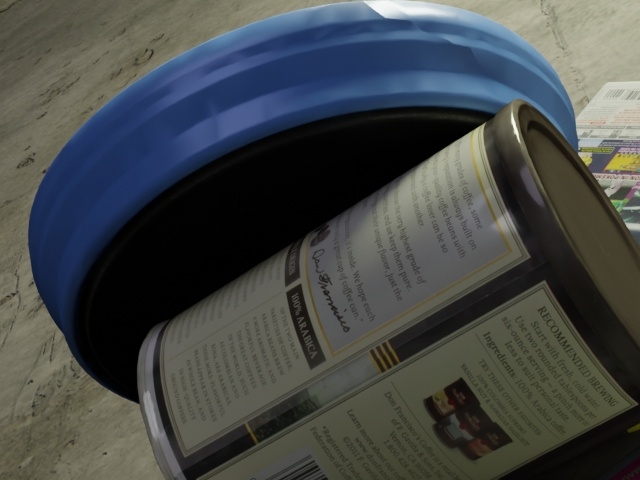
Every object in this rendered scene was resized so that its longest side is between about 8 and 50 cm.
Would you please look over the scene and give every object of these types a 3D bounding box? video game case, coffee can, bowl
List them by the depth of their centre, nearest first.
[{"bbox_3d":[0.056,0.070,0.893,0.275,0.201,0.201,-31,26,19],"label":"coffee can"},{"bbox_3d":[0.000,0.000,1.016,0.391,0.391,0.077,-29,56,14],"label":"bowl"},{"bbox_3d":[0.261,-0.065,1.186,0.183,0.023,0.201,-48,30,-24],"label":"video game case"}]

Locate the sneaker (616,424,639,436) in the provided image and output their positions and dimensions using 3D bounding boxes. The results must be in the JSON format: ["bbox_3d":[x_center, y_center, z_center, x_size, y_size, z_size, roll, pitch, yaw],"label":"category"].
[{"bbox_3d":[0.164,0.109,0.981,0.144,0.053,0.059,-20,24,20],"label":"sneaker"}]

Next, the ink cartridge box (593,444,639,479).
[{"bbox_3d":[0.244,0.190,0.741,0.186,0.065,0.311,-37,28,-2],"label":"ink cartridge box"}]
